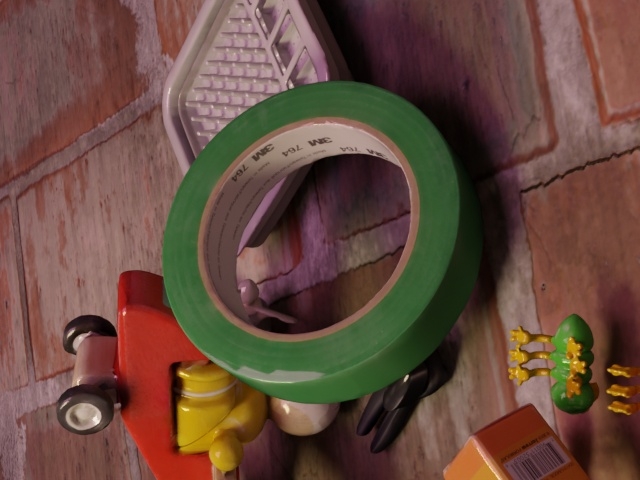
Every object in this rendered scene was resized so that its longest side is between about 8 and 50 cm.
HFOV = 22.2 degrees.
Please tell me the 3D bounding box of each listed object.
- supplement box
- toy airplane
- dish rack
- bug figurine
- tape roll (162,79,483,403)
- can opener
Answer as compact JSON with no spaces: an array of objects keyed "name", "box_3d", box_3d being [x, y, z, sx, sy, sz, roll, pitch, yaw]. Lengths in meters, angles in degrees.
[{"name":"supplement box","box_3d":[0.206,0.256,1.357,0.233,0.080,0.078,55,147,20]},{"name":"toy airplane","box_3d":[-0.099,0.222,1.819,0.384,0.272,0.386,32,-139,-78]},{"name":"dish rack","box_3d":[-0.070,-0.169,1.900,0.333,0.072,0.285,-56,47,42]},{"name":"bug figurine","box_3d":[0.257,0.180,1.394,0.279,0.072,0.216,15,110,51]},{"name":"tape roll","box_3d":[0.000,0.000,1.625,0.321,0.077,0.321,-9,65,21]},{"name":"can opener","box_3d":[0.077,0.160,1.696,0.059,0.073,0.186,62,149,23]}]
